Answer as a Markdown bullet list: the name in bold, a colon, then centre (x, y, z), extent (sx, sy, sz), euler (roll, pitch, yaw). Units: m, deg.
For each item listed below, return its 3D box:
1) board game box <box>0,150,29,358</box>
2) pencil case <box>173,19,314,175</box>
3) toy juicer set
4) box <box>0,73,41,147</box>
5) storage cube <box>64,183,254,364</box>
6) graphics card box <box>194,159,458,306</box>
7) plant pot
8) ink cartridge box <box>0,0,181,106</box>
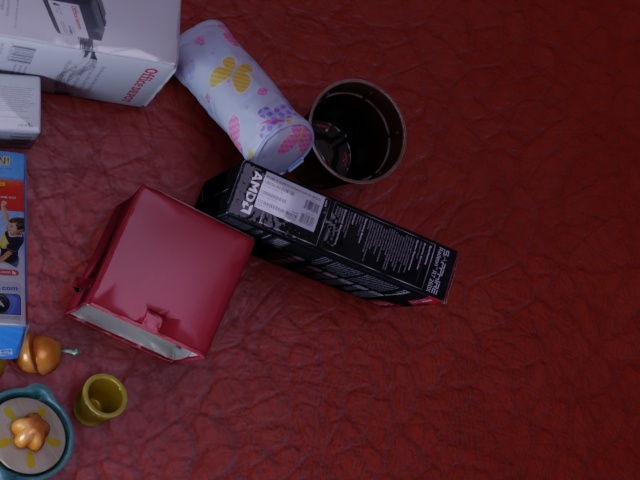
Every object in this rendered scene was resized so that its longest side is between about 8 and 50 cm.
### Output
- **board game box**: centre (-0.555, 0.005, 1.463), extent (0.308, 0.086, 0.302), euler (5, 50, -21)
- **pencil case**: centre (-0.124, -0.217, 1.670), extent (0.113, 0.124, 0.273), euler (-33, 60, -13)
- **toy juicer set**: centre (-0.429, 0.241, 1.487), extent (0.209, 0.089, 0.329), euler (48, 43, -2)
- **box**: centre (-0.466, -0.189, 1.594), extent (0.102, 0.101, 0.087), euler (2, 80, -22)
- **storage cube**: centre (-0.240, 0.054, 1.604), extent (0.215, 0.184, 0.193), euler (28, 72, -16)
- **graphics card box**: centre (0.000, 0.000, 1.685), extent (0.371, 0.233, 0.094), euler (21, 78, -17)
- **plant pot**: centre (0.028, -0.159, 1.758), extent (0.167, 0.165, 0.167), euler (3, 81, -22)
- **ink cartridge box**: centre (-0.378, -0.302, 1.582), extent (0.307, 0.223, 0.129), euler (7, 78, -21)
